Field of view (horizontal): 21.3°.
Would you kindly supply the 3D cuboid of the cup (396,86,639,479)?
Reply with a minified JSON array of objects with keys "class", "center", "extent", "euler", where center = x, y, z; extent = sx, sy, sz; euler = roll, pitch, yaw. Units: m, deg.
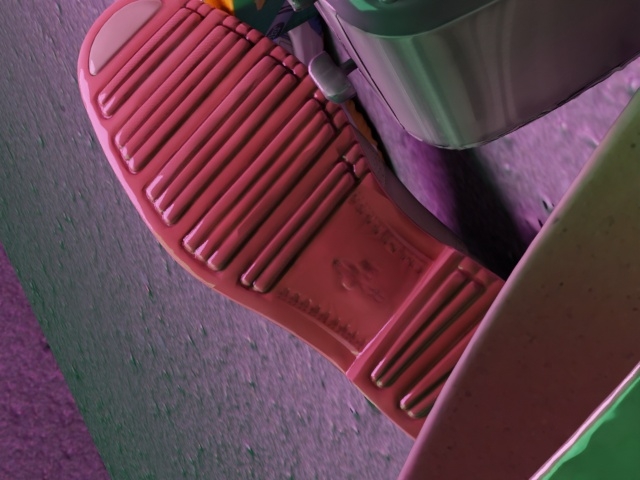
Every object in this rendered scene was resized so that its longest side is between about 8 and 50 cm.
[{"class":"cup","center":[0.202,0.037,0.519],"extent":[0.237,0.331,0.331],"euler":[36,158,0]}]

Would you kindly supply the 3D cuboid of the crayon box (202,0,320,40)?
[{"class":"crayon box","center":[-0.064,-0.247,1.033],"extent":[0.165,0.081,0.278],"euler":[57,171,16]}]

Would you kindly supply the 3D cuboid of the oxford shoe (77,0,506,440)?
[{"class":"oxford shoe","center":[0.000,0.000,1.090],"extent":[0.397,0.140,0.146],"euler":[47,-178,11]}]

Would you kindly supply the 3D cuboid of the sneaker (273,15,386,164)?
[{"class":"sneaker","center":[-0.063,-0.115,1.197],"extent":[0.296,0.131,0.112],"euler":[63,162,5]}]

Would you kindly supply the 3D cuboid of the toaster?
[{"class":"toaster","center":[0.087,-0.140,0.705],"extent":[0.129,0.227,0.146],"euler":[55,176,25]}]
